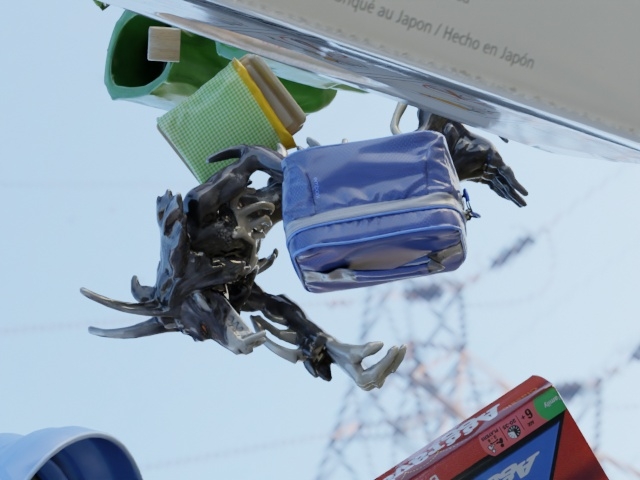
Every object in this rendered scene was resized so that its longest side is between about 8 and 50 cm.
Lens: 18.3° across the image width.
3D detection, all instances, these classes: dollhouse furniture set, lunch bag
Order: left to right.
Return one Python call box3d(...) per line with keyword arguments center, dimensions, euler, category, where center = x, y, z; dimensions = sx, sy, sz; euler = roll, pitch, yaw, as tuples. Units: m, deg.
box3d(center=(-0.075, -0.101, 1.159), dimensions=(0.076, 0.151, 0.058), euler=(-37, 7, -3), category="dollhouse furniture set")
box3d(center=(0.031, -0.010, 0.995), dimensions=(0.098, 0.065, 0.067), euler=(-9, -22, 5), category="lunch bag")

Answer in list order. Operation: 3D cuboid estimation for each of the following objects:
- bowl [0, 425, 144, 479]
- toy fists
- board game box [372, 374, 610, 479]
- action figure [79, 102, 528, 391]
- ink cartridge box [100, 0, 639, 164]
box3d(center=(-0.219, 0.318, 1.372), dimensions=(0.391, 0.077, 0.391), euler=(8, -90, -75), category="bowl")
box3d(center=(-0.024, -0.140, 1.350), dimensions=(0.142, 0.279, 0.096), euler=(12, -105, -34), category="toy fists")
box3d(center=(0.002, 0.186, 0.734), dimensions=(0.281, 0.027, 0.145), euler=(-33, -77, -6), category="board game box")
box3d(center=(0.000, 0.000, 1.177), dimensions=(0.276, 0.141, 0.164), euler=(-34, -33, -18), category="action figure")
box3d(center=(0.024, -0.081, 0.624), dimensions=(0.296, 0.261, 0.066), euler=(16, -86, -24), category="ink cartridge box")
